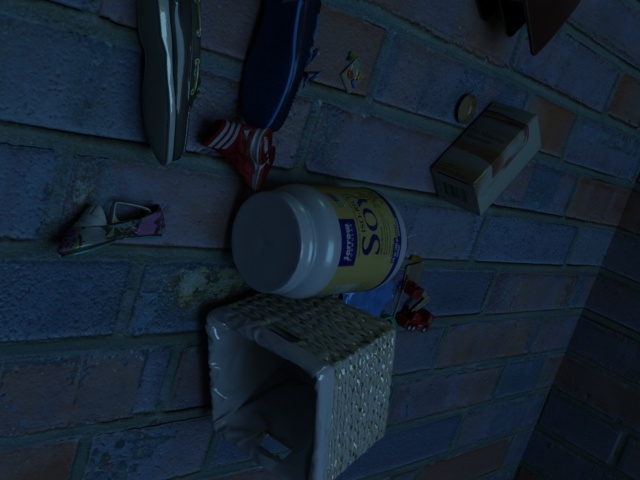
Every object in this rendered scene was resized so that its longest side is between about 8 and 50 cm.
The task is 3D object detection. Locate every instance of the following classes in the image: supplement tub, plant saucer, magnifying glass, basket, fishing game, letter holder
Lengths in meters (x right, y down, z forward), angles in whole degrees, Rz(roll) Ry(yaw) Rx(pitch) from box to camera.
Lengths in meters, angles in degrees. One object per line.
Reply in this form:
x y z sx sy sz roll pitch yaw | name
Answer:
0.000 0.000 1.606 0.331 0.241 0.241 -2 113 -48 | supplement tub
0.389 -0.353 2.017 0.083 0.015 0.083 -27 130 -37 | plant saucer
0.133 0.260 2.083 0.231 0.026 0.092 -6 116 -46 | magnifying glass
-0.042 0.296 1.624 0.266 0.328 0.331 -26 128 -42 | basket
0.119 0.149 1.993 0.264 0.041 0.189 3 109 -41 | fishing game
0.553 -0.651 1.922 0.302 0.152 0.214 -51 142 -14 | letter holder

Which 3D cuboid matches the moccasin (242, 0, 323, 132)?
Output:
-0.047 -0.365 1.426 0.117 0.138 0.342 1 112 -53 | moccasin

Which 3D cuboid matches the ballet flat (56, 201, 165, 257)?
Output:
-0.368 -0.027 1.324 0.221 0.077 0.079 -15 104 -49 | ballet flat

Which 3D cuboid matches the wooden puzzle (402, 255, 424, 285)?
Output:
0.263 0.094 2.142 0.079 0.014 0.116 -1 112 -44 | wooden puzzle

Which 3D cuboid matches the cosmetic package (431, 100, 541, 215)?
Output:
0.456 -0.227 2.059 0.296 0.153 0.129 -47 140 -21 | cosmetic package

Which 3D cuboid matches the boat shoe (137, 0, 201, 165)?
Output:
-0.246 -0.277 1.274 0.091 0.109 0.305 -16 119 -37 | boat shoe

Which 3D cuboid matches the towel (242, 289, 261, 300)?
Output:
-0.119 0.217 1.771 0.199 0.031 0.274 -45 138 -22 | towel

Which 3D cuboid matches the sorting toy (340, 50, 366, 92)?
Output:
0.070 -0.371 1.650 0.062 0.012 0.083 -47 140 -18 | sorting toy

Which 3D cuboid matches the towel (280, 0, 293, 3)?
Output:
0.053 -0.553 1.159 0.272 0.040 0.370 -12 143 -9 | towel

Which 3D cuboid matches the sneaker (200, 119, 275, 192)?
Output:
-0.160 -0.176 1.466 0.221 0.128 0.087 105 8 -66 | sneaker

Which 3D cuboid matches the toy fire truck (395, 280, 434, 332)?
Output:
0.279 0.194 2.175 0.192 0.047 0.135 15 107 -51 | toy fire truck
